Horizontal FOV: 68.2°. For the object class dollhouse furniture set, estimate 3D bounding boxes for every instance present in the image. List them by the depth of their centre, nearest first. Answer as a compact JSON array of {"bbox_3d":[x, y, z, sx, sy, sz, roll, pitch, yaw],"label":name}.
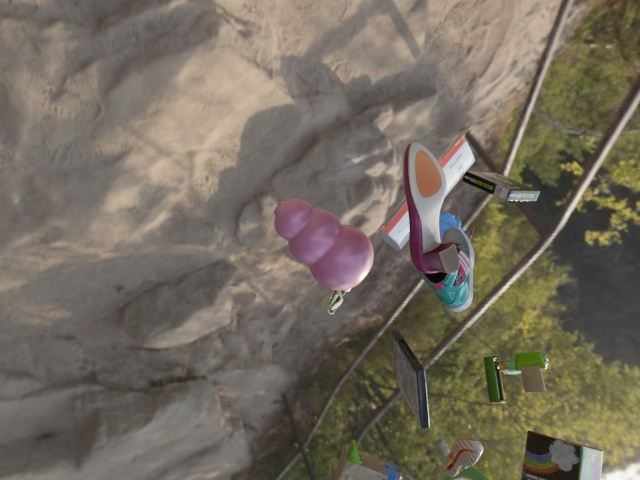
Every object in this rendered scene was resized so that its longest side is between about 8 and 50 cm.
[{"bbox_3d":[0.713,0.492,1.685,0.198,0.151,0.301,-12,159,24],"label":"dollhouse furniture set"}]

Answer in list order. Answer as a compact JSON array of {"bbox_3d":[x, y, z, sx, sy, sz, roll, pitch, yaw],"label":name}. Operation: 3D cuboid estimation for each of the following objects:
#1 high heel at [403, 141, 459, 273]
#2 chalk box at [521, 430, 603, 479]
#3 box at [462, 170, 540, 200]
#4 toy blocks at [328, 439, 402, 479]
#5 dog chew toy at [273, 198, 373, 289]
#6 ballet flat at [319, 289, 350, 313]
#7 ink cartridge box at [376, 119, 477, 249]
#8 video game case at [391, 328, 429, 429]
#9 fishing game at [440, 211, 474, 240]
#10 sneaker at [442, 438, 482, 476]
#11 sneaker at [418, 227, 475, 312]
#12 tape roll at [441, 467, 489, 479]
[{"bbox_3d":[0.178,-0.054,0.861,0.082,0.244,0.117,-28,-167,-21],"label":"high heel"},{"bbox_3d":[0.760,0.783,1.502,0.179,0.288,0.180,25,163,-36],"label":"chalk box"},{"bbox_3d":[0.616,-0.187,1.616,0.184,0.191,0.045,-5,119,-35],"label":"box"},{"bbox_3d":[0.145,0.868,1.551,0.191,0.261,0.381,-96,-151,-86],"label":"toy blocks"},{"bbox_3d":[0.000,0.000,1.431,0.332,0.206,0.206,40,120,-11],"label":"dog chew toy"},{"bbox_3d":[0.085,0.212,2.011,0.086,0.086,0.248,9,119,-47],"label":"ballet flat"},{"bbox_3d":[0.278,-0.118,1.196,0.308,0.091,0.385,-50,177,1],"label":"ink cartridge box"},{"bbox_3d":[0.329,0.509,1.747,0.035,0.248,0.274,-14,116,-7],"label":"video game case"},{"bbox_3d":[0.496,-0.021,1.921,0.264,0.189,0.041,12,179,-17],"label":"fishing game"},{"bbox_3d":[0.485,0.716,1.585,0.083,0.084,0.214,-11,144,-29],"label":"sneaker"},{"bbox_3d":[0.368,0.048,1.411,0.124,0.295,0.178,-22,132,33],"label":"sneaker"},{"bbox_3d":[0.544,1.047,1.836,0.321,0.077,0.321,-47,-174,7],"label":"tape roll"}]
